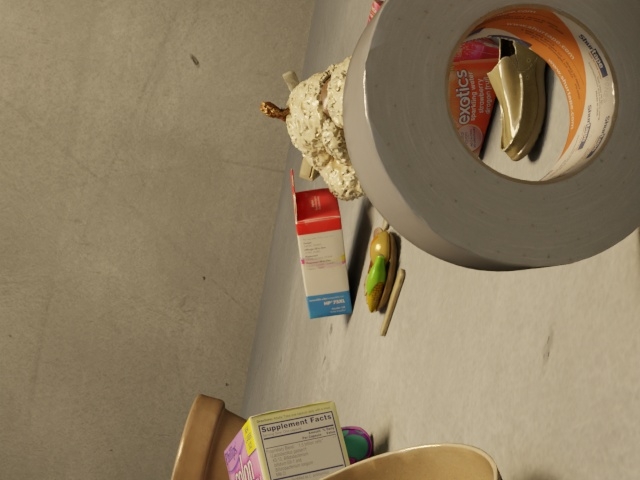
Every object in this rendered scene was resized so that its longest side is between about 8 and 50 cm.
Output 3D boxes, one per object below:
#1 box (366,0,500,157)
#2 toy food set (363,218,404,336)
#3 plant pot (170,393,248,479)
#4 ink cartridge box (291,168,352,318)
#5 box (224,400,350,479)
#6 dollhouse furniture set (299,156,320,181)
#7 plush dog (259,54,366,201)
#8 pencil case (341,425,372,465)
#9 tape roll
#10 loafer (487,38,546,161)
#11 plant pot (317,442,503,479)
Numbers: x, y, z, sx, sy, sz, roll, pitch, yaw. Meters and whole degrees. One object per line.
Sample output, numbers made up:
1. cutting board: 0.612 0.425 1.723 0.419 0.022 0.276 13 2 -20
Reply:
1. box: 0.119 -0.198 1.135 0.257 0.122 0.128 -102 23 -68
2. toy food set: 0.081 0.040 1.410 0.192 0.038 0.132 -94 16 -58
3. plant pot: -0.159 0.450 1.859 0.263 0.229 0.263 -168 90 -89
4. ink cartridge box: 0.000 0.000 1.640 0.134 0.078 0.231 -99 2 -65
5. box: -0.033 0.363 1.273 0.213 0.117 0.243 122 137 -63
6. dollhouse furniture set: 0.051 -0.211 1.840 0.161 0.101 0.182 -45 -28 -60
7. plush dog: 0.043 -0.226 1.561 0.225 0.210 0.262 -27 50 50
8. pencil case: 0.026 0.327 1.372 0.152 0.064 0.070 108 -177 -49
9. tape roll: 0.127 -0.090 0.633 0.072 0.219 0.219 161 118 -80
10. loafer: 0.183 -0.147 0.903 0.056 0.050 0.148 134 145 -76
11. plant pot: 0.044 0.311 0.734 0.191 0.284 0.284 64 174 -6
